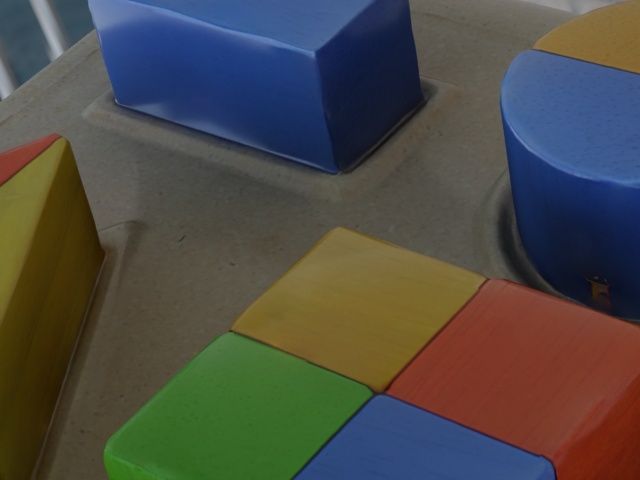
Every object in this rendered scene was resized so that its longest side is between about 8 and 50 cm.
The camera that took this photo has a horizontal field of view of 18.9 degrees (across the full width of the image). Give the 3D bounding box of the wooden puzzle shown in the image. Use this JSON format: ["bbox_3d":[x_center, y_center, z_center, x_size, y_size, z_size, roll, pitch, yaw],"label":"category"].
[{"bbox_3d":[0.000,0.000,0.532,0.322,0.348,0.081,18,132,34],"label":"wooden puzzle"}]
